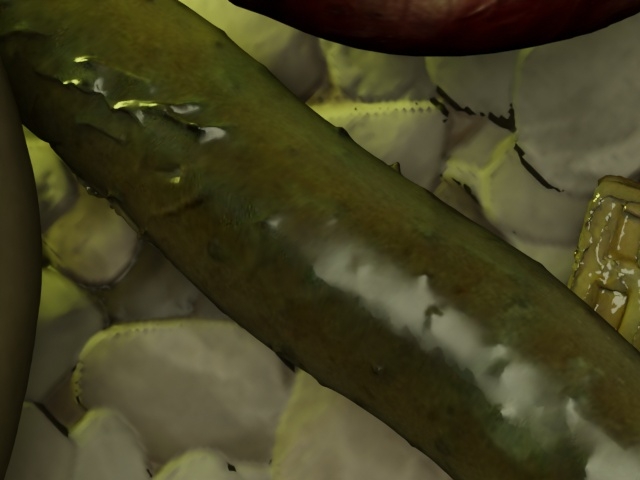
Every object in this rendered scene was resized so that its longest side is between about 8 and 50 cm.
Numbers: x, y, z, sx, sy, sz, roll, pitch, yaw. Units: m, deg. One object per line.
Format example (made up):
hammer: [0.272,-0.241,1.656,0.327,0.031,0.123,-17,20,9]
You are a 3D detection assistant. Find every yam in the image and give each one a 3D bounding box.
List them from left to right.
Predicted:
yam: [0.000,0.000,0.499,0.317,0.067,0.071,40,115,17]

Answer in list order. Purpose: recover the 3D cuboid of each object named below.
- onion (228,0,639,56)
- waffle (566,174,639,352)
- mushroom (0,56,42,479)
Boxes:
onion: [0.008,-0.143,0.474,0.272,0.272,0.195,21,130,8]
waffle: [0.107,0.055,0.501,0.092,0.021,0.135,20,98,26]
mushroom: [-0.258,0.008,0.422,0.362,0.294,0.362,0,77,0]
